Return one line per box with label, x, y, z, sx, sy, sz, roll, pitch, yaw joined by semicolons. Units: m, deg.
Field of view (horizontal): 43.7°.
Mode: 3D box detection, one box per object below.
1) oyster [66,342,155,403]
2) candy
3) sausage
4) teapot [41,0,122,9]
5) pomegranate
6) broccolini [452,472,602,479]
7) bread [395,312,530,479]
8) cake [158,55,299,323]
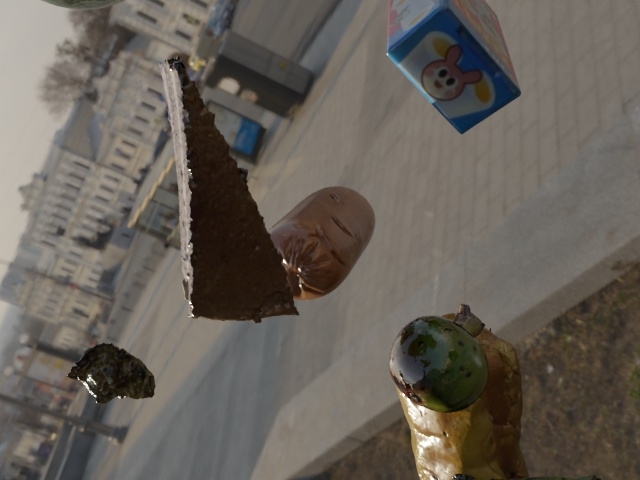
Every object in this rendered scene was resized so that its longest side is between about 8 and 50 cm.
oyster;-0.381;0.257;1.488;0.105;0.177;0.056;-45;40;0
candy;0.176;-0.287;1.101;0.100;0.157;0.305;-36;25;25
sausage;0.000;0.000;1.126;0.121;0.121;0.304;-60;-5;19
teapot;-0.132;-0.352;0.691;0.344;0.253;0.300;5;36;37
pomegranate;0.147;0.148;0.985;0.130;0.130;0.130;-55;21;33
broccolini;0.252;0.310;0.984;0.058;0.201;0.073;68;-171;-79
bread;0.208;0.280;1.164;0.195;0.149;0.343;34;141;61
cake;-0.119;-0.042;0.818;0.116;0.113;0.295;-136;29;-61
